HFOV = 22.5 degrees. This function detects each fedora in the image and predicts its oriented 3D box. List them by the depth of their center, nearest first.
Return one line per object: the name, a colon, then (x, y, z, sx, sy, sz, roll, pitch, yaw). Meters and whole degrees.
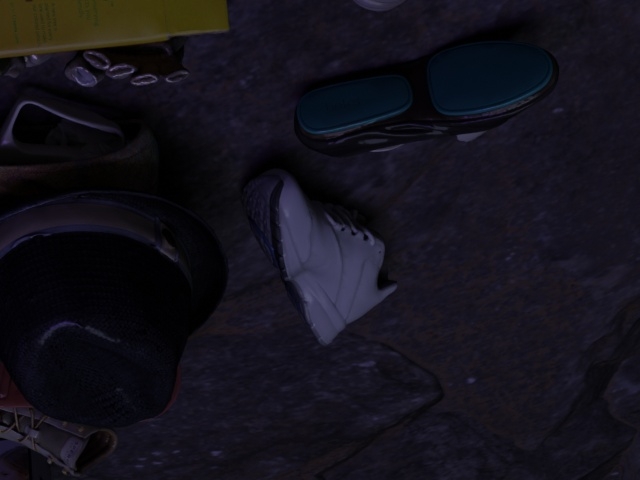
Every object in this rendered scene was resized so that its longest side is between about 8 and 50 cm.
fedora: (-0.235, 0.093, 1.645, 0.334, 0.152, 0.334, -11, 145, -8)

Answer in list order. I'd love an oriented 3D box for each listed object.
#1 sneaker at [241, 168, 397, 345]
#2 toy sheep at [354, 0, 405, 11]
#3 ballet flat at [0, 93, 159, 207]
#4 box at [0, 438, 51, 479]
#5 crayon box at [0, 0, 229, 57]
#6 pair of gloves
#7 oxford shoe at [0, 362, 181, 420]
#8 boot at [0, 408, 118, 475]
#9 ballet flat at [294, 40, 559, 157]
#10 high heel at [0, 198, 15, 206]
sneaker: (0.000, 0.000, 1.835, 0.129, 0.111, 0.297, -30, 147, -1)
toy sheep: (0.055, -0.260, 1.495, 0.091, 0.091, 0.132, -1, 161, -14)
ballet flat: (-0.329, -0.093, 1.603, 0.348, 0.123, 0.123, 3, 141, -19)
box: (-0.393, 0.386, 2.061, 0.087, 0.290, 0.169, -7, 146, -3)
crayon box: (-0.244, -0.255, 1.335, 0.318, 0.081, 0.202, -6, 104, -7)
pair of gloves: (-0.238, -0.166, 1.455, 0.240, 0.204, 0.042, -6, 108, -7)
oxford shoe: (-0.365, 0.131, 1.860, 0.397, 0.140, 0.146, 18, 173, -13)
boot: (-0.351, 0.217, 1.902, 0.213, 0.165, 0.077, 0, 117, -63)
ballet flat: (0.112, -0.143, 1.673, 0.280, 0.095, 0.096, -8, 155, 13)
high heel: (-0.385, 0.052, 1.692, 0.082, 0.117, 0.244, 32, 105, -12)
